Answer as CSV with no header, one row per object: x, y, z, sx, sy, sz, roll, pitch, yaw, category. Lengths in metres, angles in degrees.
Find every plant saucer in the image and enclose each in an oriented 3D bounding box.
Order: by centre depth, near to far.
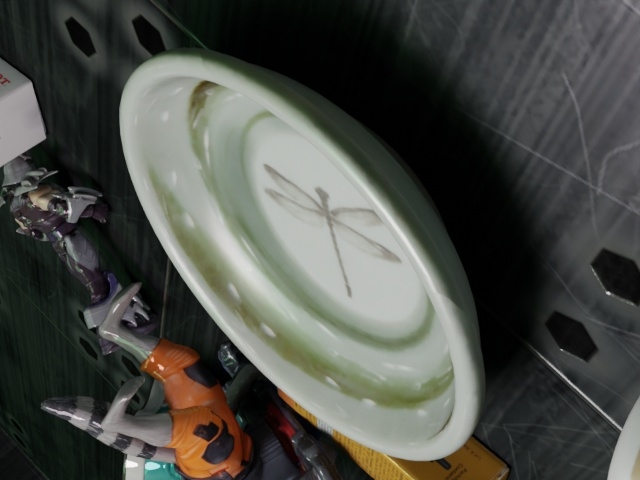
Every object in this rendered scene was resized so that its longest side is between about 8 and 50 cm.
0.000,0.000,0.986,0.400,0.100,0.400,38,151,26,plant saucer

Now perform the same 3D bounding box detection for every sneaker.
-0.132,0.232,1.479,0.295,0.179,0.123,-81,-3,-79,sneaker

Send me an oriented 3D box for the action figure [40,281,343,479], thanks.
-0.118,0.199,1.239,0.330,0.178,0.341,49,176,-26,action figure

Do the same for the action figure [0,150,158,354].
-0.309,0.004,1.487,0.285,0.099,0.185,59,160,-9,action figure

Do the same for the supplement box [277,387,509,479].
0.065,0.182,1.147,0.233,0.078,0.080,38,151,24,supplement box

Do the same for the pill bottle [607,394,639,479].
0.307,0.165,0.661,0.265,0.153,0.153,24,144,42,pill bottle

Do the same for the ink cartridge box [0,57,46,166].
-0.470,-0.134,1.394,0.172,0.237,0.100,36,148,27,ink cartridge box
